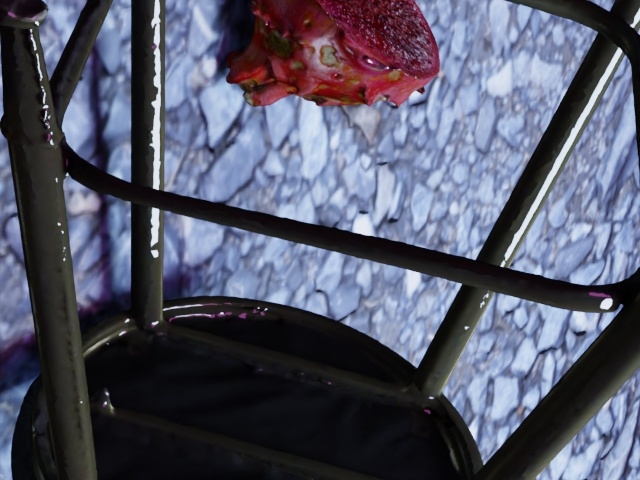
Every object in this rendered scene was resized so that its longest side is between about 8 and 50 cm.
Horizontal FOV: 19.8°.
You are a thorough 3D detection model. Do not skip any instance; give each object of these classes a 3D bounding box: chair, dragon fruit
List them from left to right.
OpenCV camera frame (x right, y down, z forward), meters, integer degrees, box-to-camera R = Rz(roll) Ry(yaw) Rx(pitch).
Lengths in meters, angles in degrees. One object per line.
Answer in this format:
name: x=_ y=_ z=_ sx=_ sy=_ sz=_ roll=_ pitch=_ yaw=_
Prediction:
dragon fruit: x=-0.003 y=-0.137 z=1.247 sx=0.111 sy=0.153 sz=0.153 roll=-37 pitch=154 yaw=27
chair: x=0.000 y=0.000 z=1.036 sx=0.362 sy=0.364 sz=0.410 roll=-81 pitch=-174 yaw=-55
